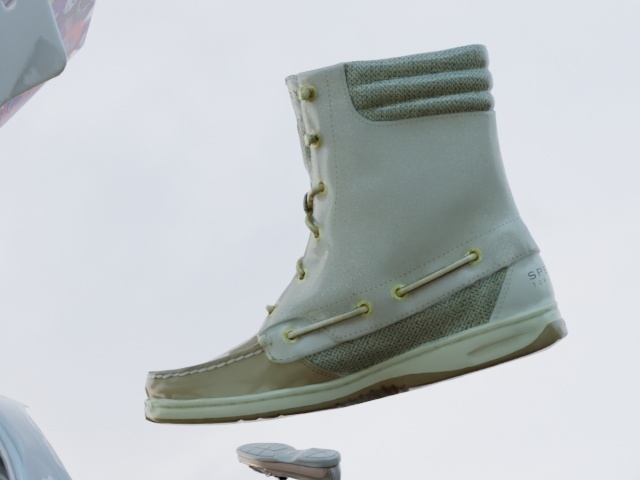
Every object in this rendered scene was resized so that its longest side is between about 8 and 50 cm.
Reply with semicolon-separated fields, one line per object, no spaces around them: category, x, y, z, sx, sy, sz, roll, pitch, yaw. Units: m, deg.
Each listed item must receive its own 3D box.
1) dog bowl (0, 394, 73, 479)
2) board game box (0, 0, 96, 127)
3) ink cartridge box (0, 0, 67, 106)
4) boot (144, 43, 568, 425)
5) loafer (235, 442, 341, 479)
dog bowl;-0.320;0.243;1.164;0.348;0.349;0.102;-22;-34;6
board game box;-0.284;-0.143;1.347;0.056;0.347;0.208;35;-39;1
ink cartridge box;-0.211;-0.087;0.693;0.198;0.115;0.067;-22;-7;27
boot;0.000;0.000;0.822;0.213;0.165;0.077;-15;-3;8
loafer;-0.033;0.227;1.647;0.125;0.039;0.045;0;11;37
